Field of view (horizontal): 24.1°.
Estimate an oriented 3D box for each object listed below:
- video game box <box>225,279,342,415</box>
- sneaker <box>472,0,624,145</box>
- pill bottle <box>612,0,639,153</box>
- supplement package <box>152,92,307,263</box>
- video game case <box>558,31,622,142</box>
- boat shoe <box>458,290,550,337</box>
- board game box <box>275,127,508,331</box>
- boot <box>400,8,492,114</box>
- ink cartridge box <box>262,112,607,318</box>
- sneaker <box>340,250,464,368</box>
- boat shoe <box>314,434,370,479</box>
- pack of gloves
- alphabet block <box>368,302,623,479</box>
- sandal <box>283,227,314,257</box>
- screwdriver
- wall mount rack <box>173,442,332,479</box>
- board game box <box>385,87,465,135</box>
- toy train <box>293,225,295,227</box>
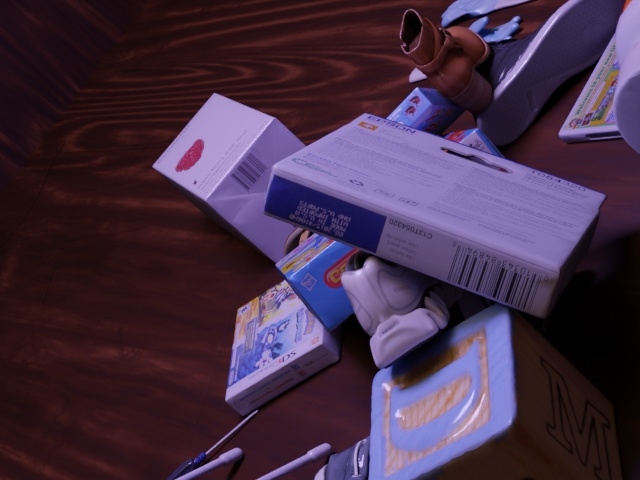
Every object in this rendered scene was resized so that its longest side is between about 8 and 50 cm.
[{"bbox_3d":[-0.050,0.136,2.189,0.187,0.048,0.205,-31,31,24],"label":"video game box"},{"bbox_3d":[0.311,-0.280,2.151,0.296,0.104,0.147,-47,31,10],"label":"sneaker"},{"bbox_3d":[0.474,-0.279,1.774,0.224,0.224,0.392,-21,36,42],"label":"pill bottle"},{"bbox_3d":[-0.126,-0.109,2.491,0.177,0.175,0.293,-51,26,-5],"label":"supplement package"},{"bbox_3d":[0.432,-0.222,1.986,0.193,0.023,0.212,-1,53,56],"label":"video game case"},{"bbox_3d":[0.242,0.025,1.819,0.119,0.121,0.335,-39,25,26],"label":"boat shoe"},{"bbox_3d":[0.091,-0.020,1.985,0.308,0.086,0.302,-39,5,-3],"label":"board game box"},{"bbox_3d":[0.169,-0.278,2.112,0.073,0.152,0.197,-42,32,21],"label":"boot"},{"bbox_3d":[0.140,-0.039,1.687,0.330,0.324,0.071,-35,-37,-67],"label":"ink cartridge box"},{"bbox_3d":[0.090,0.048,1.682,0.110,0.118,0.292,-37,1,12],"label":"sneaker"},{"bbox_3d":[0.065,0.324,1.685,0.099,0.116,0.319,-46,21,12],"label":"boat shoe"},{"bbox_3d":[0.248,-0.363,2.430,0.232,0.046,0.195,-12,44,49],"label":"pack of gloves"},{"bbox_3d":[0.183,0.218,1.562,0.192,0.197,0.193,-33,30,29],"label":"alphabet block"},{"bbox_3d":[0.000,0.000,2.237,0.180,0.072,0.049,-47,39,46],"label":"sandal"},{"bbox_3d":[-0.156,0.296,2.152,0.170,0.025,0.024,-45,27,7],"label":"screwdriver"},{"bbox_3d":[-0.145,0.372,1.931,0.350,0.130,0.304,-11,47,50],"label":"wall mount rack"},{"bbox_3d":[0.102,-0.130,2.120,0.211,0.039,0.160,-46,-15,20],"label":"board game box"},{"bbox_3d":[0.008,-0.076,2.244,0.125,0.166,0.046,-18,60,-21],"label":"toy train"}]
